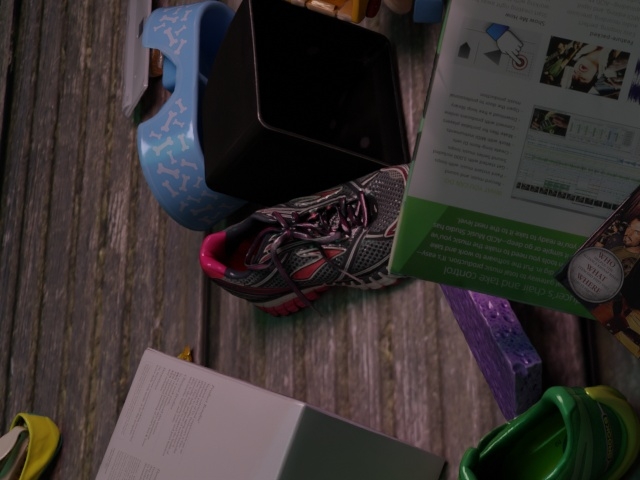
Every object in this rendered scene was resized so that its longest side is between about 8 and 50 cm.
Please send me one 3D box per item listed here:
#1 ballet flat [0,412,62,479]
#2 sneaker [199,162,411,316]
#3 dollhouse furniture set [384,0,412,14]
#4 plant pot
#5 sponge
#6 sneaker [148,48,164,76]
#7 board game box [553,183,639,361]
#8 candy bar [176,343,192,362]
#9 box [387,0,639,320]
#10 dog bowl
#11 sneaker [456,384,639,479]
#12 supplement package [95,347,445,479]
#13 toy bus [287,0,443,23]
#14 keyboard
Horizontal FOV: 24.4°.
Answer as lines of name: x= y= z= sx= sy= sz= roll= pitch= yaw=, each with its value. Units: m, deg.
ballet flat: x=-0.403 y=0.317 z=1.841 sx=0.077 sy=0.077 sz=0.231 roll=13 pitch=68 yaw=38
sneaker: x=0.000 y=0.000 z=1.568 sx=0.299 sy=0.112 sz=0.121 roll=-27 pitch=52 yaw=36
dollhouse furniture set: x=0.157 y=-0.268 z=1.430 sx=0.212 sy=0.242 sz=0.161 roll=-25 pitch=54 yaw=39
plant pot: x=-0.036 y=-0.135 z=1.635 sx=0.167 sy=0.187 sz=0.188 roll=-40 pitch=45 yaw=44
sponge: x=0.152 y=0.075 z=1.364 sx=0.031 sy=0.117 sz=0.210 roll=-20 pitch=48 yaw=-6
sneaker: x=-0.226 y=-0.261 z=2.013 sx=0.037 sy=0.032 sz=0.083 roll=-8 pitch=62 yaw=50
board game box: x=0.323 y=0.052 z=1.137 sx=0.243 sy=0.042 sz=0.165 roll=45 pitch=109 yaw=12
candy bar: x=-0.153 y=0.194 z=1.709 sx=0.040 sy=0.018 sz=0.161 roll=-41 pitch=46 yaw=32
box: x=0.199 y=-0.101 z=1.196 sx=0.058 sy=0.232 sz=0.322 roll=-66 pitch=-11 yaw=-72
dog bowl: x=-0.135 y=-0.158 z=1.768 sx=0.074 sy=0.166 sz=0.297 roll=-19 pitch=57 yaw=29
sneaker: x=0.145 y=0.230 z=1.279 sx=0.295 sy=0.123 sz=0.109 roll=-54 pitch=41 yaw=14
supplement package: x=-0.061 y=0.247 z=1.439 sx=0.263 sy=0.198 sz=0.199 roll=12 pitch=79 yaw=50
toy bus: x=0.043 y=-0.324 z=1.609 sx=0.202 sy=0.191 sz=0.104 roll=-117 pitch=23 yaw=-44
keyboard: x=-0.249 y=-0.285 z=2.038 sx=0.072 sy=0.014 sz=0.256 roll=-43 pitch=38 yaw=41
